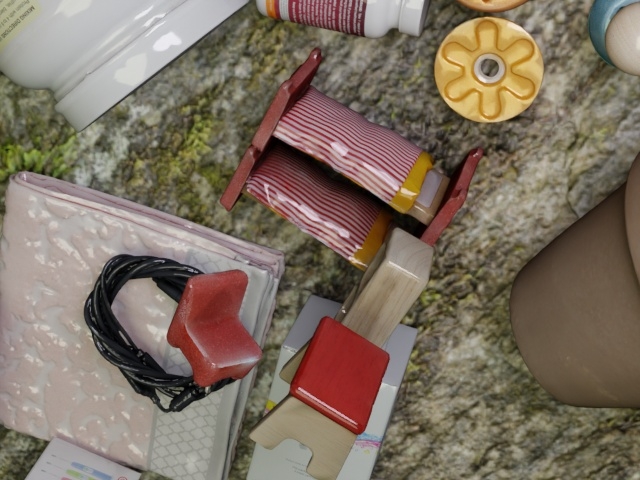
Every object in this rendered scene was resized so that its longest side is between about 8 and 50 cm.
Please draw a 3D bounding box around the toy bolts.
[{"bbox_3d":[0.198,-0.177,0.943,0.229,0.158,0.218,14,116,8],"label":"toy bolts"}]

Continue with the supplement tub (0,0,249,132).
[{"bbox_3d":[-0.238,-0.282,0.966,0.235,0.235,0.325,-32,102,25],"label":"supplement tub"}]

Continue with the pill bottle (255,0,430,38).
[{"bbox_3d":[0.023,-0.232,1.005,0.152,0.086,0.086,14,116,8],"label":"pill bottle"}]

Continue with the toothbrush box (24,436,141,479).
[{"bbox_3d":[-0.324,0.408,1.292,0.122,0.206,0.283,21,127,5],"label":"toothbrush box"}]

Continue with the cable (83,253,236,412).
[{"bbox_3d":[-0.164,0.092,1.167,0.151,0.047,0.184,-26,104,21],"label":"cable"}]

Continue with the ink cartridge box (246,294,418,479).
[{"bbox_3d":[0.013,0.171,1.165,0.127,0.128,0.176,19,116,6],"label":"ink cartridge box"}]

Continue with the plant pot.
[{"bbox_3d":[0.303,0.048,0.993,0.229,0.263,0.263,-28,105,43],"label":"plant pot"}]

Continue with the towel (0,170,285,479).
[{"bbox_3d":[-0.223,0.115,1.245,0.317,0.053,0.331,18,116,7],"label":"towel"}]

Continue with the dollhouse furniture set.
[{"bbox_3d":[0.000,0.000,0.958,0.201,0.374,0.152,30,122,-2],"label":"dollhouse furniture set"}]
